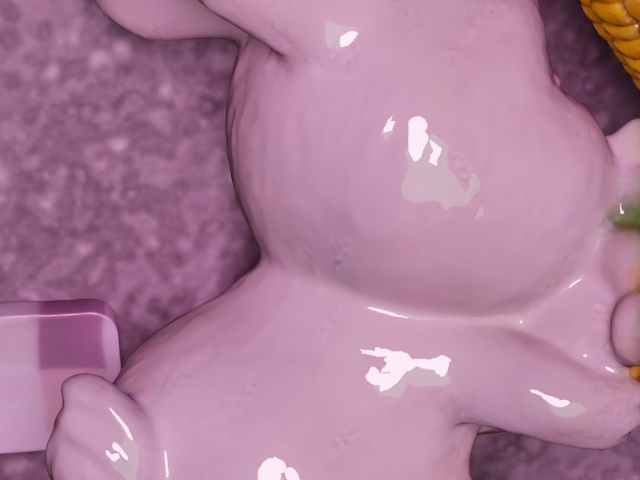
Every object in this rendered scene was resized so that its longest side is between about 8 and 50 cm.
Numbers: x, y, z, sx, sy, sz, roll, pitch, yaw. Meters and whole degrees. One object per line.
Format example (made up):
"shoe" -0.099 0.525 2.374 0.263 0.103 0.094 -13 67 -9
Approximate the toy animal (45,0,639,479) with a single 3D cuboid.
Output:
"toy animal" 0.006 0.000 0.788 0.247 0.183 0.310 10 103 -10

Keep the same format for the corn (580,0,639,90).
"corn" 0.203 -0.069 0.784 0.305 0.123 0.122 41 54 -42

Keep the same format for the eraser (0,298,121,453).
"eraser" -0.141 0.061 0.867 0.105 0.026 0.065 -4 103 -6
